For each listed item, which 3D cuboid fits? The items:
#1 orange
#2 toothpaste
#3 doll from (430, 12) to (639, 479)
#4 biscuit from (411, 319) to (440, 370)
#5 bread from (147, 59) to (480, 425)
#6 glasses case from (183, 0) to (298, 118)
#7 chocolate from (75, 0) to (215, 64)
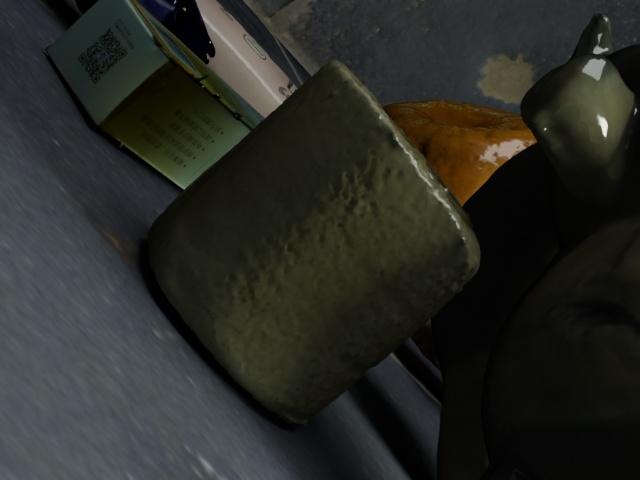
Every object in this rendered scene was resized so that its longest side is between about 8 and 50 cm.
[{"bbox_3d":[0.114,-0.041,1.450,0.249,0.249,0.183,-90,-177,-75],"label":"orange"},{"bbox_3d":[-0.054,-0.054,0.970,0.089,0.071,0.313,52,8,35],"label":"toothpaste"},{"bbox_3d":[0.186,0.081,0.792,0.252,0.382,0.378,17,-23,1],"label":"doll"},{"bbox_3d":[0.191,0.154,1.124,0.268,0.115,0.366,53,5,-30],"label":"biscuit"},{"bbox_3d":[0.000,0.000,0.735,0.134,0.141,0.148,45,9,-23],"label":"bread"},{"bbox_3d":[-0.068,-0.125,1.212,0.314,0.075,0.122,48,10,-8],"label":"glasses case"},{"bbox_3d":[-0.188,-0.248,1.016,0.343,0.126,0.148,51,-35,-16],"label":"chocolate"}]
